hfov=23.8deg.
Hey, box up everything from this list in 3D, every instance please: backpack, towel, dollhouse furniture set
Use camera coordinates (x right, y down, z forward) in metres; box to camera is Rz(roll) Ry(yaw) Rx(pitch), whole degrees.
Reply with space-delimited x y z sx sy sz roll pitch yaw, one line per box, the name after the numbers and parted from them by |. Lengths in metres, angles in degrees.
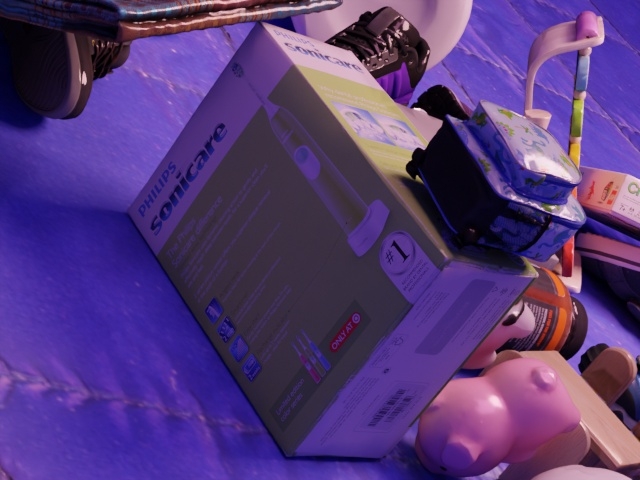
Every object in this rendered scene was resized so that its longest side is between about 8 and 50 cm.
0.138 -0.040 1.094 0.114 0.084 0.105 20 30 -42 | backpack
-0.204 -0.222 1.248 0.370 0.040 0.271 17 23 34 | towel
0.278 0.171 1.333 0.212 0.161 0.242 5 39 -53 | dollhouse furniture set

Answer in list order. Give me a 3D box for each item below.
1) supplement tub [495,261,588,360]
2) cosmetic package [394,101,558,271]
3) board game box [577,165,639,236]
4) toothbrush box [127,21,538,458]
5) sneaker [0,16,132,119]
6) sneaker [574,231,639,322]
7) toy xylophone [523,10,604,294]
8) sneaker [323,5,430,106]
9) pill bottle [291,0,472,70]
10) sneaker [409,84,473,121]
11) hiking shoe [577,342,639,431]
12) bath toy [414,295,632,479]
0.168 0.065 1.451 0.198 0.106 0.106 19 29 -38 | supplement tub
0.129 -0.033 1.593 0.127 0.107 0.238 18 26 -39 | cosmetic package
0.405 -0.030 1.888 0.193 0.053 0.305 24 2 -9 | board game box
0.000 0.000 1.195 0.122 0.206 0.283 9 35 -48 | toothbrush box
-0.212 -0.170 1.370 0.118 0.083 0.222 21 26 -34 | sneaker
0.434 0.088 1.804 0.321 0.127 0.126 21 6 30 | sneaker
0.265 -0.086 1.713 0.081 0.323 0.236 4 30 8 | toy xylophone
0.034 -0.204 1.720 0.102 0.146 0.293 45 23 18 | sneaker
0.073 -0.381 2.013 0.229 0.229 0.408 31 23 -15 | pill bottle
0.193 -0.076 1.772 0.124 0.107 0.283 33 23 -29 | sneaker
0.402 0.168 1.562 0.304 0.132 0.113 29 24 -19 | hiking shoe
0.125 0.126 1.230 0.129 0.151 0.348 25 30 -56 | bath toy
